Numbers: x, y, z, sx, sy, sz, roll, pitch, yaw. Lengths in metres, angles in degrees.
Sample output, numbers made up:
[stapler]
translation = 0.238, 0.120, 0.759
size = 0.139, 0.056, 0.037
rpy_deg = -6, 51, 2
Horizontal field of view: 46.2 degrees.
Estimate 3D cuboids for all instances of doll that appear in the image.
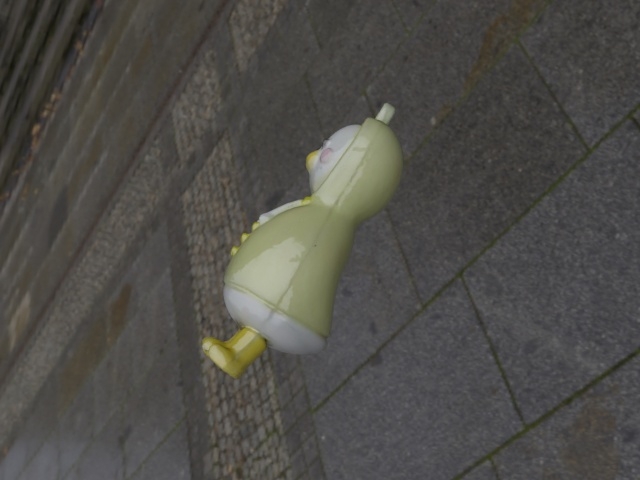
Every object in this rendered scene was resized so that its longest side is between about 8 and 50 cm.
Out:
[doll]
translation = -0.011, -0.006, 0.699
size = 0.141, 0.117, 0.296
rpy_deg = 113, -179, -77
